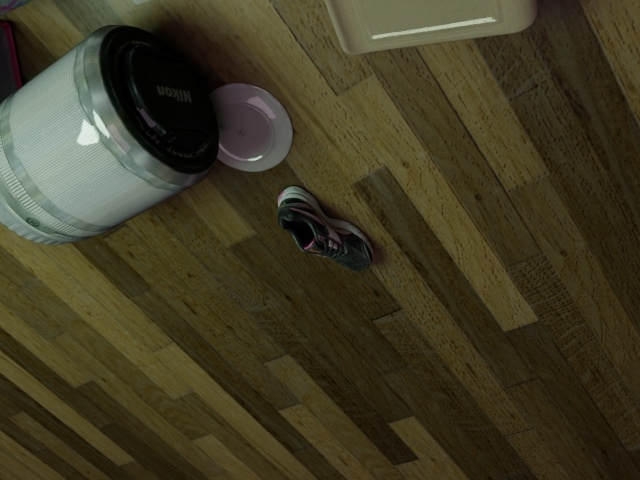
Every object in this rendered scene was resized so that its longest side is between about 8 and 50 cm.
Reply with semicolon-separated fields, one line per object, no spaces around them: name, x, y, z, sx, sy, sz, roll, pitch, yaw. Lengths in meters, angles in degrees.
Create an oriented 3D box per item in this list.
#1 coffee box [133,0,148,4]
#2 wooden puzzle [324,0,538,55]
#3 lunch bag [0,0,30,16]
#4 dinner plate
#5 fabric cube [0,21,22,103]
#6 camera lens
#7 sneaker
coffee box;-0.171;-0.426;0.655;0.168;0.119;0.297;-9;124;19
wooden puzzle;0.102;-0.322;0.693;0.239;0.044;0.221;0;132;32
lunch bag;-0.456;-0.393;0.713;0.224;0.108;0.279;16;136;17
dinner plate;-0.110;-0.157;0.911;0.141;0.017;0.141;6;126;9
fabric cube;-0.586;-0.157;0.857;0.258;0.259;0.254;12;129;3
camera lens;-0.290;-0.132;0.837;0.274;0.219;0.219;-24;118;26
sneaker;0.000;0.000;0.966;0.178;0.077;0.072;34;127;-14
